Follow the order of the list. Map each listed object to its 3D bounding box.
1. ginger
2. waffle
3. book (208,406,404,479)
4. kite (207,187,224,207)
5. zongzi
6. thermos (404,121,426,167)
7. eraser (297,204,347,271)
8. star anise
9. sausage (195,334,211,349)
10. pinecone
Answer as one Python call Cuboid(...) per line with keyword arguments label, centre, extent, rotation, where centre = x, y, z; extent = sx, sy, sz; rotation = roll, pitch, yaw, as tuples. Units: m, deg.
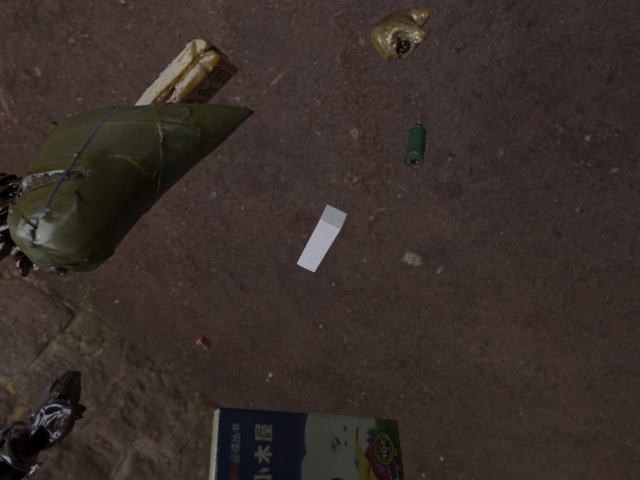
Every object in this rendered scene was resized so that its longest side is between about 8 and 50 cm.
Cuboid(label="ginger", centre=(0.273, -0.699, 1.442), extent=(0.222, 0.275, 0.130), rotation=(-27, 125, 0))
Cuboid(label="waffle", centre=(-0.396, -0.423, 1.235), extent=(0.328, 0.224, 0.098), rotation=(-43, 97, 11))
Cuboid(label="book", centre=(0.003, 0.341, 0.549), extent=(0.323, 0.228, 0.018), rotation=(20, 144, -36))
Cuboid(label="kite", centre=(-0.333, -0.134, 1.357), extent=(0.044, 0.002, 0.078), rotation=(1, 126, 41))
Cuboid(label="zongzi", centre=(-0.310, -0.116, 0.761), extent=(0.394, 0.355, 0.174), rotation=(-9, 137, 0))
Cuboid(label="thermos", centre=(0.382, -0.382, 1.691), extent=(0.083, 0.187, 0.073), rotation=(14, 155, -4))
Cuboid(label="eraser", centre=(0.000, 0.000, 1.524), extent=(0.076, 0.078, 0.298), rotation=(27, 143, -2))
Cuboid(label="star anise", centre=(-0.507, 0.339, 0.743), extent=(0.129, 0.212, 0.283), rotation=(59, 160, -6))
Cuboid(label="sausage", centre=(-0.416, 0.361, 1.533), extent=(0.042, 0.036, 0.158), rotation=(62, 168, 16))
Cuboid(label="pinecone", centre=(-0.586, -0.033, 0.846), extent=(0.205, 0.184, 0.179), rotation=(37, 119, -24))
